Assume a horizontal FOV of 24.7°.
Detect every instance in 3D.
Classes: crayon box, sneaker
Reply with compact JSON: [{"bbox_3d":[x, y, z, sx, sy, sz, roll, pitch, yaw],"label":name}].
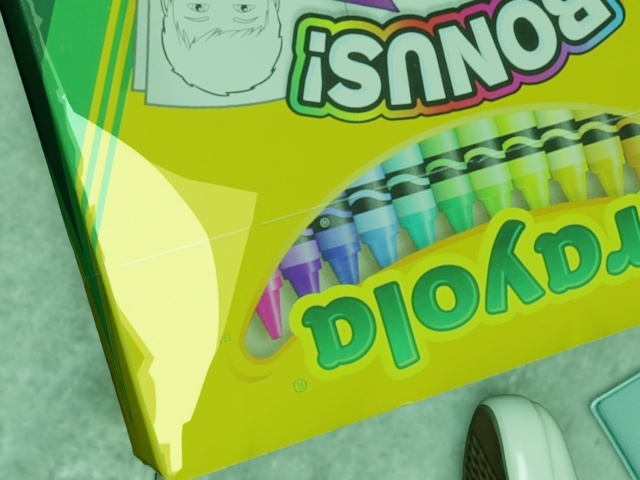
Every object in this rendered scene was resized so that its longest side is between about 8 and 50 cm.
[{"bbox_3d":[0.043,-0.088,0.723,0.363,0.106,0.313,-17,90,-15],"label":"crayon box"},{"bbox_3d":[0.160,0.209,0.822,0.123,0.106,0.290,-17,106,-9],"label":"sneaker"}]

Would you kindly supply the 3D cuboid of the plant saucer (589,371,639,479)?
[{"bbox_3d":[0.251,0.071,0.850,0.192,0.018,0.067,-32,97,0],"label":"plant saucer"}]
